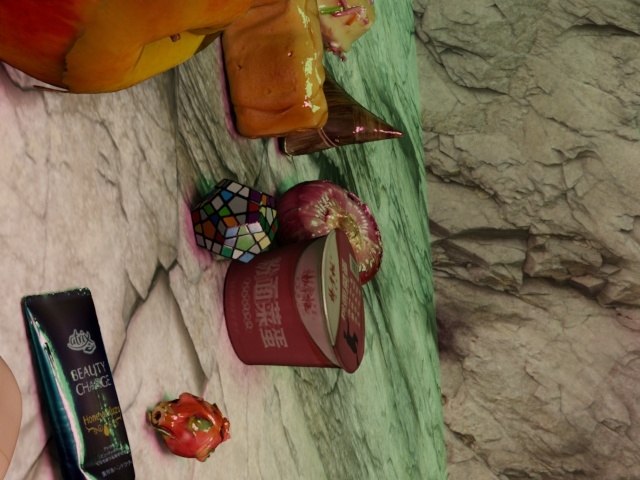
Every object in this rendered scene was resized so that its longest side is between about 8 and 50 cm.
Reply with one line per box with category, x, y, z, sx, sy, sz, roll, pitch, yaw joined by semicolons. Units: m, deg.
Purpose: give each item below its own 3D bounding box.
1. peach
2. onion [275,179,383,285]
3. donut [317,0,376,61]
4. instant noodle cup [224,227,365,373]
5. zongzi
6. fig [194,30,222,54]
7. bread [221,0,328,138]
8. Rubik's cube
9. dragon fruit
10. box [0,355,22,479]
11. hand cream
peach;-0.222;-0.327;0.898;0.370;0.369;0.370;-8;90;-74
onion;0.000;0.000;1.806;0.230;0.163;0.230;24;51;-33
donut;-0.022;-0.557;1.845;0.307;0.150;0.371;45;23;-49
instant noodle cup;-0.040;0.106;1.550;0.235;0.178;0.235;-8;90;-74
zongzi;0.027;-0.297;1.850;0.111;0.240;0.248;-14;96;-77
fig;-0.211;-0.346;1.226;0.225;0.203;0.203;48;-7;37
bread;-0.075;-0.324;1.649;0.132;0.166;0.295;5;79;-73
Rubik's cube;-0.127;-0.030;1.438;0.112;0.133;0.133;50;27;-17
dragon fruit;-0.169;0.238;1.235;0.081;0.086;0.116;-58;149;-1
box;-0.316;0.129;0.767;0.200;0.088;0.146;62;27;-47
hand cream;-0.254;0.187;1.033;0.120;0.061;0.271;-6;81;-69
